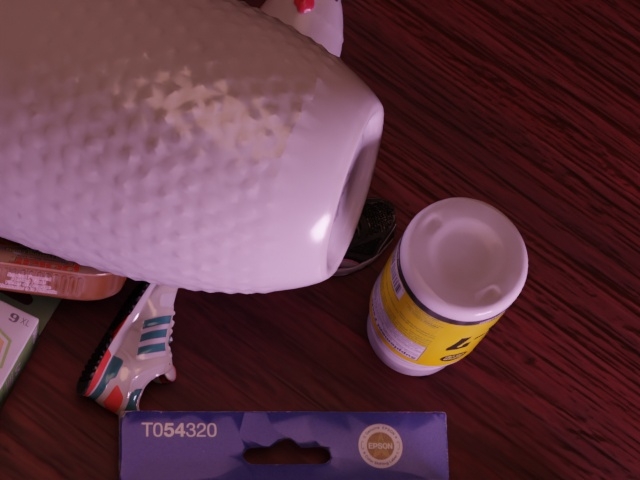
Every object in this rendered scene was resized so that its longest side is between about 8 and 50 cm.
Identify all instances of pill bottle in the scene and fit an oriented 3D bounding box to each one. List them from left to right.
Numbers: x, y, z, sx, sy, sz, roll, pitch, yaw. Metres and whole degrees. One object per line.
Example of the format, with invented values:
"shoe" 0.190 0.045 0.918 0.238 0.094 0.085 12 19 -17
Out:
"pill bottle" 0.113 0.051 1.470 0.119 0.208 0.119 4 67 -9

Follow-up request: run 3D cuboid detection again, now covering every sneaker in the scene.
"sneaker" -0.165 0.099 1.487 0.075 0.057 0.161 37 64 -14
"sneaker" 0.000 0.000 1.540 0.178 0.077 0.072 -23 75 -19

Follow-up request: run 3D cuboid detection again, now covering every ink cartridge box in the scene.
"ink cartridge box" -0.332 0.100 1.441 0.109 0.062 0.209 26 65 2
"ink cartridge box" -0.023 0.311 1.401 0.324 0.071 0.330 1 74 -11

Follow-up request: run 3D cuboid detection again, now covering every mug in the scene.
"mug" -0.111 -0.104 1.442 0.328 0.374 0.276 18 108 10

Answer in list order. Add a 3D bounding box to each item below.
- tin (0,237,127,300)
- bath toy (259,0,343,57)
"tin" -0.275 0.013 1.469 0.190 0.040 0.106 9 22 -13
"bath toy" -0.128 -0.280 1.577 0.348 0.151 0.129 25 84 3
